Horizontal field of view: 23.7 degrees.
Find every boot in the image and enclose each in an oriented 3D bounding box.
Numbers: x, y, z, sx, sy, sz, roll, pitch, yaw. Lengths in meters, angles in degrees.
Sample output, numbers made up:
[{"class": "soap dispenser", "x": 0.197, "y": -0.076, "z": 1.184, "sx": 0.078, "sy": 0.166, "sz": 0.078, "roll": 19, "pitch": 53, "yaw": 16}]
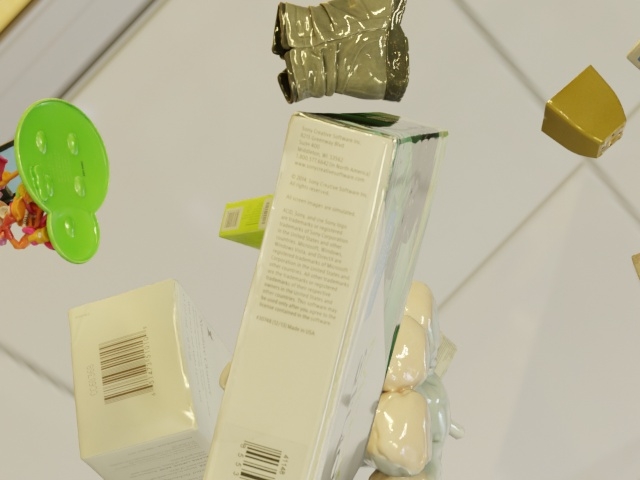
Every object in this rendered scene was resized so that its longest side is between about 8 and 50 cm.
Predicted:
[{"class": "boot", "x": 0.022, "y": -0.282, "z": 1.858, "sx": 0.083, "sy": 0.161, "sz": 0.247, "roll": 118, "pitch": -27, "yaw": -68}]

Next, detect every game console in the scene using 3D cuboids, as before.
[{"class": "game console", "x": -0.379, "y": -0.101, "z": 2.038, "sx": 0.124, "sy": 0.144, "sz": 0.085, "roll": 52, "pitch": -36, "yaw": 10}]

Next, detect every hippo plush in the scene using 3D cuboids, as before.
[{"class": "hippo plush", "x": 0.006, "y": 0.158, "z": 1.546, "sx": 0.294, "sy": 0.236, "sz": 0.234, "roll": -58, "pitch": 143, "yaw": -69}]

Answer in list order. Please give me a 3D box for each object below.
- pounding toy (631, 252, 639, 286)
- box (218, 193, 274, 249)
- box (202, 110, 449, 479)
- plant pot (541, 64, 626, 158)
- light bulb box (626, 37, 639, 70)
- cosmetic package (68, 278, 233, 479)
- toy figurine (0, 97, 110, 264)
[{"class": "pounding toy", "x": 0.525, "y": 0.076, "z": 1.941, "sx": 0.094, "sy": 0.206, "sz": 0.181, "roll": 41, "pitch": 31, "yaw": -72}, {"class": "box", "x": 0.000, "y": 0.000, "z": 1.541, "sx": 0.178, "sy": 0.042, "sz": 0.109, "roll": 19, "pitch": -13, "yaw": -28}, {"class": "box", "x": 0.008, "y": 0.045, "z": 0.841, "sx": 0.058, "sy": 0.232, "sz": 0.322, "roll": 15, "pitch": 7, "yaw": 6}, {"class": "plant pot", "x": 0.336, "y": -0.152, "z": 1.903, "sx": 0.083, "sy": 0.081, "sz": 0.081, "roll": 45, "pitch": -13, "yaw": 19}, {"class": "light bulb box", "x": 0.662, "y": -0.277, "z": 1.958, "sx": 0.361, "sy": 0.225, "sz": 0.358, "roll": 40, "pitch": -40, "yaw": 2}, {"class": "cosmetic package", "x": -0.179, "y": 0.240, "z": 1.968, "sx": 0.385, "sy": 0.156, "sz": 0.217, "roll": 58, "pitch": 18, "yaw": -59}, {"class": "toy figurine", "x": -0.317, "y": -0.045, "z": 1.591, "sx": 0.130, "sy": 0.159, "sz": 0.173, "roll": -3, "pitch": 80, "yaw": -54}]
